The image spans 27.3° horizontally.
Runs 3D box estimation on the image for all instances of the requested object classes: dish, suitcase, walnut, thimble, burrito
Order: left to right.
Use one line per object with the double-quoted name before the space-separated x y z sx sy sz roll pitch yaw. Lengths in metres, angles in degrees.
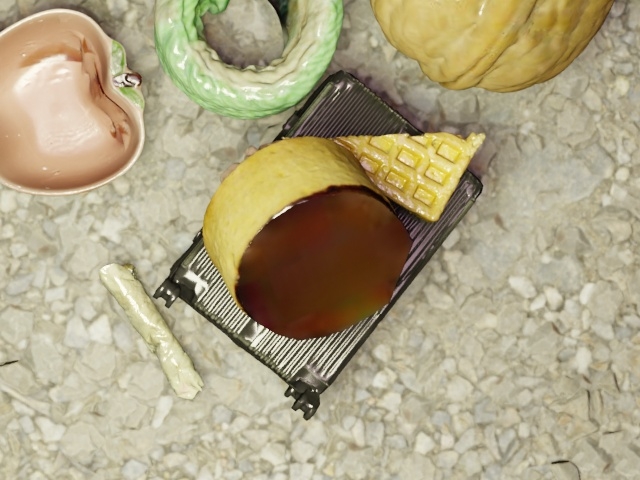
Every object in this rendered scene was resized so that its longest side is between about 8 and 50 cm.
"dish" -0.295 -0.150 1.500 0.213 0.090 0.213 0 90 -3
"burrito" -0.196 0.105 1.528 0.041 0.045 0.185 -34 91 -40
"thimble" -0.082 -0.248 1.492 0.219 0.150 0.219 0 91 -6
"suitcase" 0.000 0.000 1.497 0.229 0.152 0.335 39 86 -5
"walnut" 0.193 -0.312 1.461 0.252 0.277 0.313 45 123 32

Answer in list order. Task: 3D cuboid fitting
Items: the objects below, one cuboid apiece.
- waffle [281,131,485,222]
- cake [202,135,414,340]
"waffle" 0.069 -0.112 1.424 0.191 0.032 0.125 32 84 -7
"cake" -0.028 -0.021 1.354 0.185 0.178 0.207 -45 127 12
